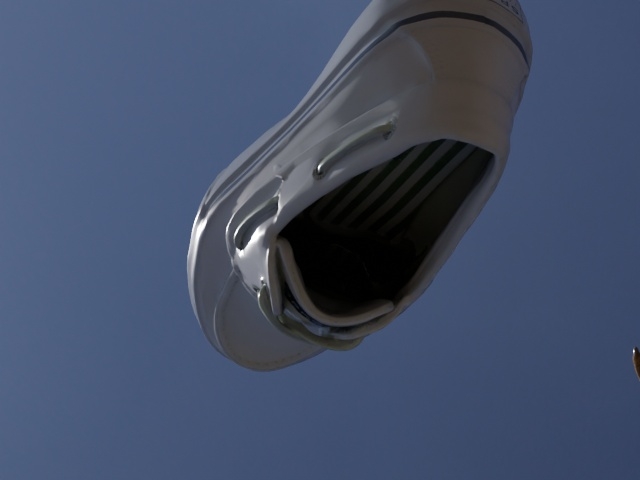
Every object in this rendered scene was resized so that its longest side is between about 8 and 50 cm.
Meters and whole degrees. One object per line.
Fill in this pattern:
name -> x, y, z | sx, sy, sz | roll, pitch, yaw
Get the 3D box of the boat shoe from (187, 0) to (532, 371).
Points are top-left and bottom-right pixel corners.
boat shoe -> 0.000, 0.000, 0.467 | 0.083, 0.226, 0.076 | 16, -129, -11

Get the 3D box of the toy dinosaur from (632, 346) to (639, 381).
toy dinosaur -> 0.199, 0.108, 0.668 | 0.064, 0.212, 0.112 | 9, -142, -7
